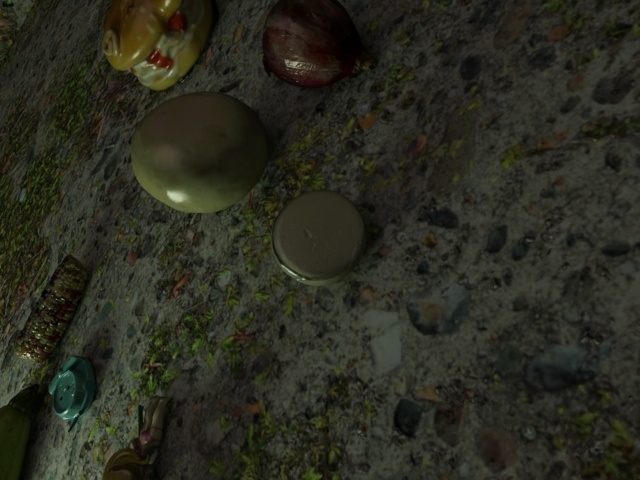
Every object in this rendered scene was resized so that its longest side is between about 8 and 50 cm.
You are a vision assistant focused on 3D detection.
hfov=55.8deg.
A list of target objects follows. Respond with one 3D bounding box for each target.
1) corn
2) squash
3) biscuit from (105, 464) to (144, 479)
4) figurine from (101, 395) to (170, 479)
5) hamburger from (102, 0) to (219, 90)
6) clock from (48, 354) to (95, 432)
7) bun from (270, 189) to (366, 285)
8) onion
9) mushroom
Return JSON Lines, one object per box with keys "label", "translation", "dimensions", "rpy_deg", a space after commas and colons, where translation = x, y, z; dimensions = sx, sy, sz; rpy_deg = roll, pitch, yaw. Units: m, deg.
{"label": "corn", "translation": [-0.602, 0.156, 1.367], "dimensions": [0.086, 0.086, 0.254], "rpy_deg": [23, 85, 46]}
{"label": "squash", "translation": [-0.694, 0.445, 1.296], "dimensions": [0.137, 0.137, 0.288], "rpy_deg": [-16, 58, 38]}
{"label": "biscuit", "translation": [-0.315, 0.468, 0.930], "dimensions": [0.184, 0.035, 0.249], "rpy_deg": [36, 105, 13]}
{"label": "figurine", "translation": [-0.306, 0.349, 1.014], "dimensions": [0.083, 0.083, 0.188], "rpy_deg": [-5, 59, 42]}
{"label": "hamburger", "translation": [-0.377, -0.503, 1.389], "dimensions": [0.302, 0.186, 0.261], "rpy_deg": [-3, 70, 40]}
{"label": "clock", "translation": [-0.500, 0.315, 1.226], "dimensions": [0.108, 0.045, 0.147], "rpy_deg": [-53, 45, 13]}
{"label": "bun", "translation": [0.000, 0.000, 0.873], "dimensions": [0.138, 0.094, 0.138], "rpy_deg": [-1, 78, 6]}
{"label": "onion", "translation": [0.003, -0.321, 0.991], "dimensions": [0.194, 0.159, 0.160], "rpy_deg": [24, 88, 16]}
{"label": "mushroom", "translation": [-0.212, -0.146, 1.073], "dimensions": [0.245, 0.202, 0.246], "rpy_deg": [2, 52, -2]}
